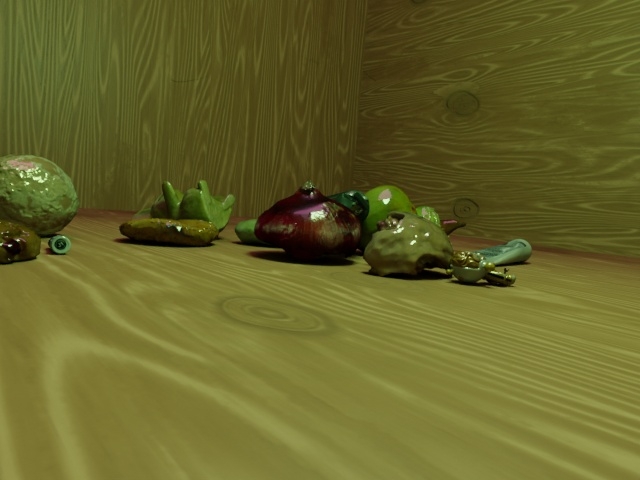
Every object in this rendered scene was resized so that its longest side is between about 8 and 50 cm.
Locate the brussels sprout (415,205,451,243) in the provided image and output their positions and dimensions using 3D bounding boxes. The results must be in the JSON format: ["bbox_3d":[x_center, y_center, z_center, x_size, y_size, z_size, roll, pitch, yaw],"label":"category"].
[{"bbox_3d":[0.323,-0.017,1.550,0.146,0.183,0.131,-29,-38,15],"label":"brussels sprout"}]

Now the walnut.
[{"bbox_3d":[0.207,0.008,1.104,0.204,0.141,0.238,10,8,8],"label":"walnut"}]

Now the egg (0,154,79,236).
[{"bbox_3d":[-0.718,-0.109,1.215,0.204,0.203,0.245,6,-18,14],"label":"egg"}]

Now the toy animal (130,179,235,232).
[{"bbox_3d":[-0.463,-0.108,1.588,0.363,0.180,0.181,8,-1,26],"label":"toy animal"}]

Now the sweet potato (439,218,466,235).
[{"bbox_3d":[0.369,-0.020,1.831,0.360,0.112,0.112,-13,4,1],"label":"sweet potato"}]

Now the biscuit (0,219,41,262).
[{"bbox_3d":[-0.641,-0.011,0.831,0.296,0.075,0.296,5,5,0],"label":"biscuit"}]

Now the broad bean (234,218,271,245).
[{"bbox_3d":[-0.148,-0.025,1.480,0.228,0.100,0.169,-4,-5,29],"label":"broad bean"}]

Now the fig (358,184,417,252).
[{"bbox_3d":[0.175,-0.045,1.448,0.230,0.207,0.207,-34,-3,11],"label":"fig"}]

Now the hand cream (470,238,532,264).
[{"bbox_3d":[0.565,0.048,1.530,0.341,0.077,0.125,-9,13,-40],"label":"hand cream"}]

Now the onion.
[{"bbox_3d":[-0.028,-0.051,1.224,0.272,0.194,0.272,7,5,-1],"label":"onion"}]

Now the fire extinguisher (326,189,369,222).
[{"bbox_3d":[0.051,-0.090,1.383,0.115,0.095,0.311,36,-17,-23],"label":"fire extinguisher"}]

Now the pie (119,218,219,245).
[{"bbox_3d":[-0.411,-0.028,1.339,0.274,0.069,0.273,6,3,0],"label":"pie"}]

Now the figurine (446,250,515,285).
[{"bbox_3d":[0.335,0.063,1.030,0.143,0.068,0.101,17,0,-37],"label":"figurine"}]

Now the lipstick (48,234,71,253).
[{"bbox_3d":[-0.536,0.006,0.996,0.037,0.037,0.116,2,1,-35],"label":"lipstick"}]
